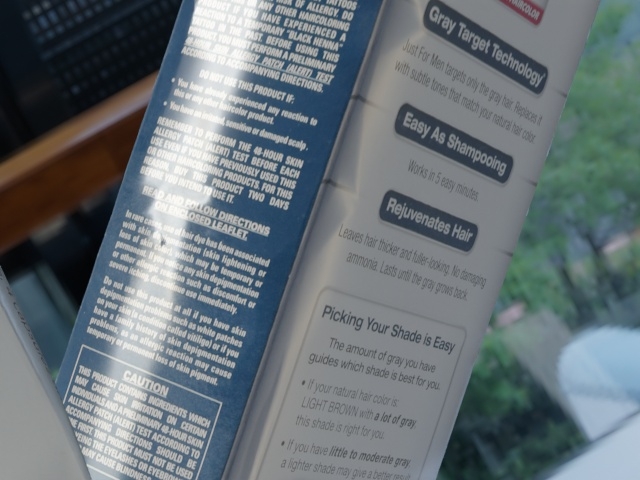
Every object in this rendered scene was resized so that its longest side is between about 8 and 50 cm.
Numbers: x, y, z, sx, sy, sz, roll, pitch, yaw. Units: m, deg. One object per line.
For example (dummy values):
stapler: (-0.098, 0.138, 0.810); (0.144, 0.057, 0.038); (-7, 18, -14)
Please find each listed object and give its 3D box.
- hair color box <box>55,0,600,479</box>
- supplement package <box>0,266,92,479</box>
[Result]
hair color box: (0.000, 0.000, 0.772); (0.105, 0.347, 0.174); (19, 0, 33)
supplement package: (-0.154, 0.047, 0.467); (0.149, 0.194, 0.203); (-25, -19, -12)
